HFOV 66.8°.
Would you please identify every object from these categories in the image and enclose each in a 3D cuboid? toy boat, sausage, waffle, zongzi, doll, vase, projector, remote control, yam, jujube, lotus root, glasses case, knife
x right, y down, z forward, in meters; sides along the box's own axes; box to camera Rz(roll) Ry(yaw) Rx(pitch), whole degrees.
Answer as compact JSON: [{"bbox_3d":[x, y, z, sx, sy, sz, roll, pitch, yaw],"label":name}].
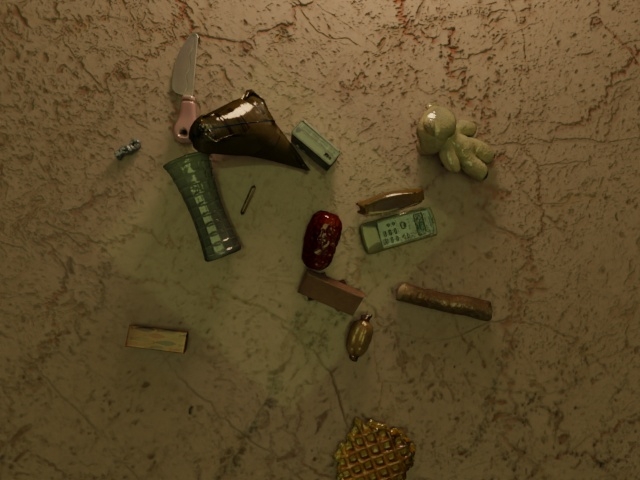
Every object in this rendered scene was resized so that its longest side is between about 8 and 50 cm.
[{"bbox_3d":[0.210,-0.119,1.466,0.206,0.072,0.064,-11,107,6],"label":"toy boat"},{"bbox_3d":[-0.218,-0.122,1.460,0.015,0.015,0.100,23,89,-4],"label":"sausage"},{"bbox_3d":[0.160,0.670,1.480,0.243,0.059,0.238,20,92,-2],"label":"waffle"},{"bbox_3d":[-0.196,-0.255,1.370,0.289,0.123,0.260,53,52,-6],"label":"zongzi"},{"bbox_3d":[0.399,-0.285,1.468,0.278,0.175,0.149,34,126,-12],"label":"doll"},{"bbox_3d":[-0.328,-0.095,1.395,0.143,0.143,0.299,-21,95,-4],"label":"vase"},{"bbox_3d":[-0.014,-0.279,1.425,0.147,0.115,0.061,40,85,-3],"label":"projector"},{"bbox_3d":[0.238,-0.032,1.485,0.233,0.038,0.098,-16,92,-5],"label":"remote control"},{"bbox_3d":[0.377,0.188,1.485,0.299,0.066,0.066,12,89,-5],"label":"yam"},{"bbox_3d":[0.000,0.000,1.427,0.109,0.112,0.176,19,96,22],"label":"jujube"},{"bbox_3d":[0.119,0.289,1.465,0.073,0.062,0.150,17,87,18],"label":"lotus root"},{"bbox_3d":[0.028,0.157,1.464,0.193,0.070,0.102,24,116,-6],"label":"glasses case"},{"bbox_3d":[-0.401,-0.452,1.442,0.081,0.043,0.336,0,84,2],"label":"knife"},{"bbox_3d":[-0.480,0.290,1.430,0.169,0.041,0.065,8,78,-4],"label":"glasses case"}]

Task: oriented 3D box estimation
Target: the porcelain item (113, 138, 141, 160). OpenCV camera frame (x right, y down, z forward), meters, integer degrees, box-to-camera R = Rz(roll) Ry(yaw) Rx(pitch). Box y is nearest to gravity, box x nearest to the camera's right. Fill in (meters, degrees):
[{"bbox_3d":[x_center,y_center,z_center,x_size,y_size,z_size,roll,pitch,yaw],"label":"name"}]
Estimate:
[{"bbox_3d":[-0.564,-0.269,1.425,0.083,0.028,0.036,-36,90,-5],"label":"porcelain item"}]
